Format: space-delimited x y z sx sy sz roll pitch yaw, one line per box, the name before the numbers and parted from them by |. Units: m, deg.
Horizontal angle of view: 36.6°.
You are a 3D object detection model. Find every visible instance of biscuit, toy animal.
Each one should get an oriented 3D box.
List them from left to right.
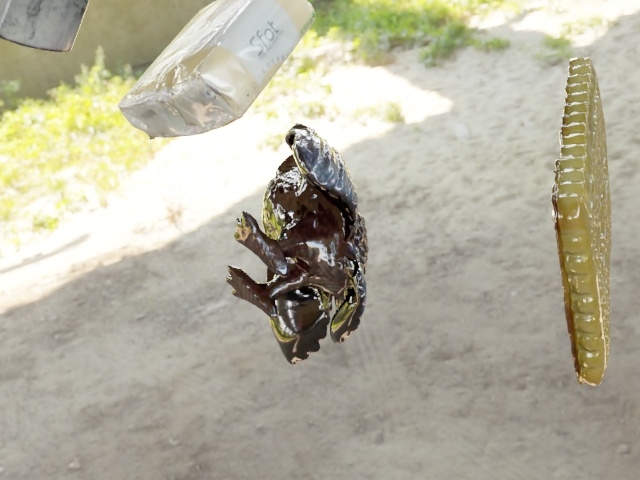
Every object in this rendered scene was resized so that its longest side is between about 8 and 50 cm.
toy animal | 0.000 -0.006 0.789 0.116 0.218 0.179 14 41 9
biscuit | 0.215 -0.023 0.776 0.029 0.172 0.254 -3 35 20

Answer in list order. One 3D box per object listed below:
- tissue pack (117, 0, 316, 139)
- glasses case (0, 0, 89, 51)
tissue pack | -0.129 -0.226 1.216 0.186 0.090 0.222 -7 39 44
glasses case | -0.279 -0.360 1.078 0.060 0.299 0.114 39 24 30
